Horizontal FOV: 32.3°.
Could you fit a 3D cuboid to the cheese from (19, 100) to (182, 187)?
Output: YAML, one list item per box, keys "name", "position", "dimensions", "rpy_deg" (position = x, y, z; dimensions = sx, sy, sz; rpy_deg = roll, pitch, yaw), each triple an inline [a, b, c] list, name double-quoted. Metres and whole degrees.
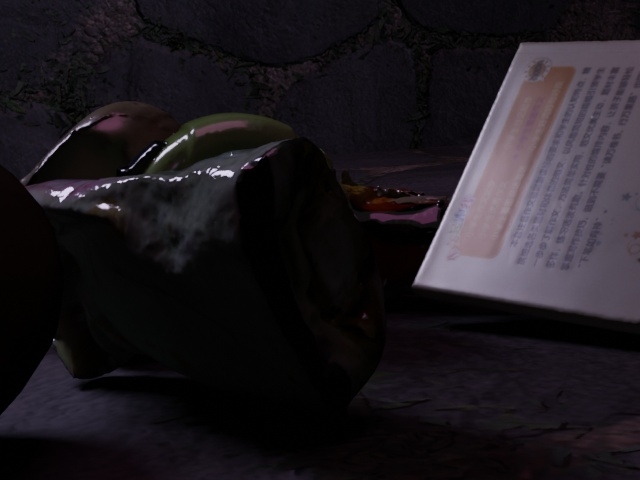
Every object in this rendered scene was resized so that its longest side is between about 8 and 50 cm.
- name: "cheese"
  position: [-0.159, -0.014, 0.832]
  dimensions: [0.091, 0.175, 0.202]
  rpy_deg: [35, -15, 4]

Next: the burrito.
- name: "burrito"
  position: [-0.073, 0.014, 0.565]
  dimensions: [0.228, 0.144, 0.089]
  rpy_deg: [4, 35, 42]

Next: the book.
- name: "book"
  position: [0.212, -0.038, 0.665]
  dimensions: [0.295, 0.208, 0.020]
  rpy_deg: [8, -25, 42]

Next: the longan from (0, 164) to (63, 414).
- name: "longan"
  position: [-0.201, 0.023, 0.478]
  dimensions: [0.189, 0.189, 0.189]
  rpy_deg: [-3, 8, 0]

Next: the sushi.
- name: "sushi"
  position: [0.001, 0.002, 0.822]
  dimensions: [0.226, 0.103, 0.097]
  rpy_deg: [-1, 38, 12]

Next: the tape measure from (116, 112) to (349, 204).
- name: "tape measure"
  position: [-0.056, -0.004, 0.705]
  dimensions: [0.177, 0.154, 0.087]
  rpy_deg: [-1, 4, -17]
